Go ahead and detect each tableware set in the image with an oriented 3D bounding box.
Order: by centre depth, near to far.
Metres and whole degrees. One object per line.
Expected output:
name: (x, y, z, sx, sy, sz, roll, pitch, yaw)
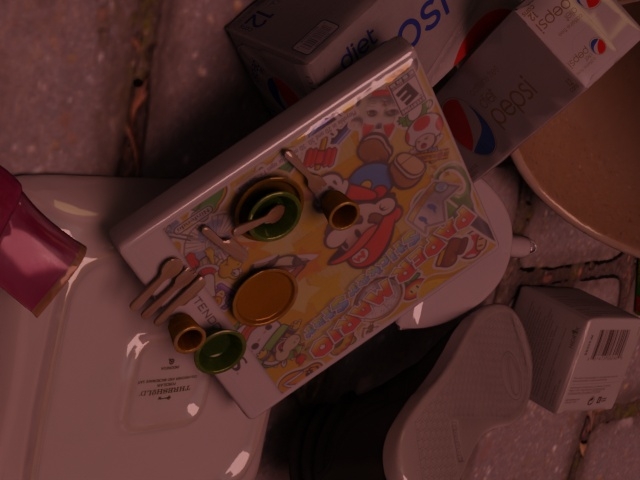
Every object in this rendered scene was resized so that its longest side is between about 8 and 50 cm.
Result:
tableware set: (-0.040, 0.021, 0.801, 0.154, 0.024, 0.104, -44, 134, 5)

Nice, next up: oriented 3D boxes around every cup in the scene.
cup: (0.341, -0.161, 1.026, 0.331, 0.331, 0.237, 59, 44, -44)

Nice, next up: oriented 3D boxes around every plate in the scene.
plate: (-0.118, 0.091, 0.875, 0.277, 0.045, 0.278, -2, 112, -43)

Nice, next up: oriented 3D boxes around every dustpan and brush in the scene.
dustpan and brush: (0.135, 0.004, 1.078, 0.211, 0.060, 0.147, 5, 97, -39)

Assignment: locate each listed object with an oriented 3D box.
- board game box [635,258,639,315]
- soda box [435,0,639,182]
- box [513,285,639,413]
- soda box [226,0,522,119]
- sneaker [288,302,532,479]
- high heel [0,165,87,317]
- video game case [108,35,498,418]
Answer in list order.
board game box: (0.383, -0.007, 1.314, 0.092, 0.043, 0.181, -29, 129, -31)
soda box: (0.143, -0.115, 0.906, 0.069, 0.074, 0.216, -41, 178, -21)
box: (0.239, 0.105, 1.200, 0.101, 0.087, 0.102, 4, 109, -45)
soda box: (0.075, -0.190, 0.877, 0.286, 0.091, 0.098, -44, 136, -18)
sneaker: (0.075, 0.139, 1.050, 0.296, 0.147, 0.104, -36, 107, -54)
high heel: (-0.255, 0.058, 0.719, 0.117, 0.082, 0.244, 40, 94, -19)
video game case: (0.000, 0.000, 0.843, 0.227, 0.026, 0.206, -35, 134, -4)
